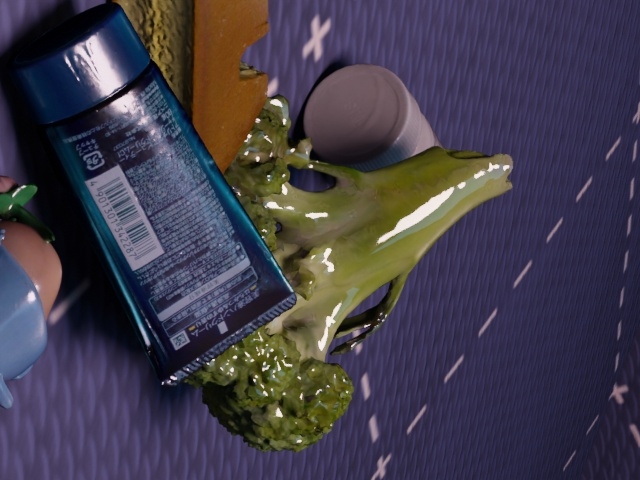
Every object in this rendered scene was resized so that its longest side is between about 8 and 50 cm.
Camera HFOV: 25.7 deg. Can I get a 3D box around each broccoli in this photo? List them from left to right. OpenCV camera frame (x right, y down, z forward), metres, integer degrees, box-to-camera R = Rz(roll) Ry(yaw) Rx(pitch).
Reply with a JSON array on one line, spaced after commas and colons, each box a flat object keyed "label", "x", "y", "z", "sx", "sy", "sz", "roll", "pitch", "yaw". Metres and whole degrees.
[{"label": "broccoli", "x": -0.035, "y": 0.000, "z": 1.147, "sx": 0.254, "sy": 0.186, "sz": 0.302, "roll": 38, "pitch": 74, "yaw": -22}]

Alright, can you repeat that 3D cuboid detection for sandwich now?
[{"label": "sandwich", "x": -0.091, "y": -0.144, "z": 1.003, "sx": 0.088, "sy": 0.090, "sz": 0.244, "roll": -35, "pitch": 141, "yaw": -42}]

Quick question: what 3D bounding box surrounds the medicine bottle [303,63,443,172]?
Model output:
[{"label": "medicine bottle", "x": 0.057, "y": -0.084, "z": 1.311, "sx": 0.105, "sy": 0.105, "sz": 0.168, "roll": -61, "pitch": 154, "yaw": -10}]

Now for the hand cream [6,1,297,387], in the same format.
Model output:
[{"label": "hand cream", "x": -0.115, "y": -0.027, "z": 0.970, "sx": 0.120, "sy": 0.061, "sz": 0.270, "roll": -34, "pitch": 118, "yaw": -15}]

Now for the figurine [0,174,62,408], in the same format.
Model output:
[{"label": "figurine", "x": -0.220, "y": 0.010, "z": 0.883, "sx": 0.144, "sy": 0.114, "sz": 0.178, "roll": -54, "pitch": 143, "yaw": -26}]
